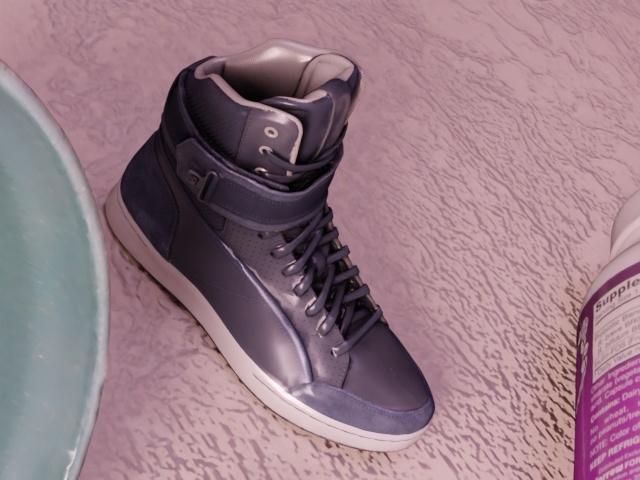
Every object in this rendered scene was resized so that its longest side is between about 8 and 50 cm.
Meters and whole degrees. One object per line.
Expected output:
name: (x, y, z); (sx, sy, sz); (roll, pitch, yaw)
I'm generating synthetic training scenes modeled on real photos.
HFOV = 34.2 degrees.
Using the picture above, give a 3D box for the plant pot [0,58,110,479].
plant pot: (-0.233, 0.044, 0.296); (0.196, 0.293, 0.293); (24, 37, 25)

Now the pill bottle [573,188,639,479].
pill bottle: (0.234, 0.097, 0.606); (0.169, 0.169, 0.301); (27, 43, -10)

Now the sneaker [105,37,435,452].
sneaker: (-0.001, 0.000, 0.543); (0.226, 0.163, 0.086); (41, 41, 3)
